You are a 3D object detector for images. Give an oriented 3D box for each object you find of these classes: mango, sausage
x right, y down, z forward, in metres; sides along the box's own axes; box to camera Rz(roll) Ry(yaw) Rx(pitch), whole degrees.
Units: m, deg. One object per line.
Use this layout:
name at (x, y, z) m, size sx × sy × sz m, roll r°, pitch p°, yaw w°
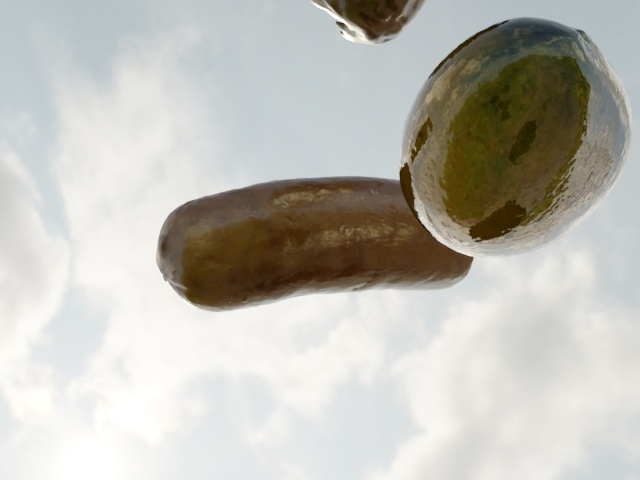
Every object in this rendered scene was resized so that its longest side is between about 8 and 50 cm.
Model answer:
mango at (0.115, -0.060, 0.773) m, size 0.151 × 0.120 × 0.221 m, roll -48°, pitch -16°, yaw 11°
sausage at (0.001, 0.001, 1.033) m, size 0.270 × 0.109 × 0.109 m, roll -5°, pitch -51°, yaw -26°

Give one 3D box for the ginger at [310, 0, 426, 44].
ginger at (0.041, -0.270, 1.040) m, size 0.165 × 0.321 × 0.172 m, roll -10°, pitch -70°, yaw 17°
